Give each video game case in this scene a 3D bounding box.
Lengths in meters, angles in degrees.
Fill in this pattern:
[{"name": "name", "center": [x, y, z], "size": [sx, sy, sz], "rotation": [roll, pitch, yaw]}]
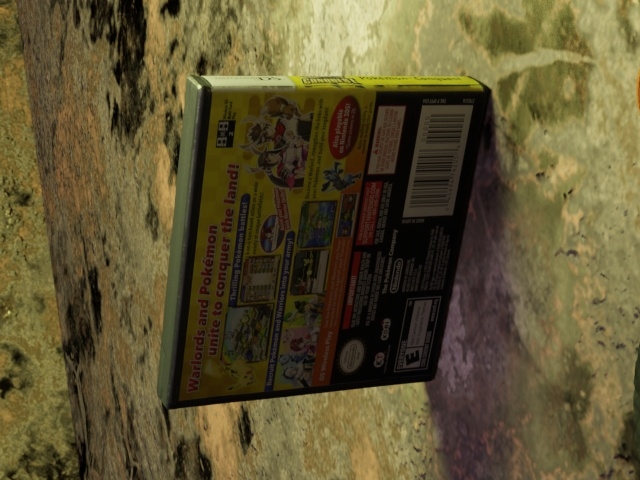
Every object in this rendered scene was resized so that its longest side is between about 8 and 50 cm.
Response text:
[{"name": "video game case", "center": [0.000, 0.000, 1.094], "size": [0.035, 0.248, 0.274], "rotation": [-135, 48, -54]}]

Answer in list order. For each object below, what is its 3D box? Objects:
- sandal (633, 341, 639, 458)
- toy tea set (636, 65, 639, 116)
[{"name": "sandal", "center": [0.293, 0.123, 0.665], "size": [0.446, 0.107, 0.167], "rotation": [-130, 41, -72]}, {"name": "toy tea set", "center": [0.181, -0.174, 0.708], "size": [0.336, 0.124, 0.200], "rotation": [52, 148, 15]}]
